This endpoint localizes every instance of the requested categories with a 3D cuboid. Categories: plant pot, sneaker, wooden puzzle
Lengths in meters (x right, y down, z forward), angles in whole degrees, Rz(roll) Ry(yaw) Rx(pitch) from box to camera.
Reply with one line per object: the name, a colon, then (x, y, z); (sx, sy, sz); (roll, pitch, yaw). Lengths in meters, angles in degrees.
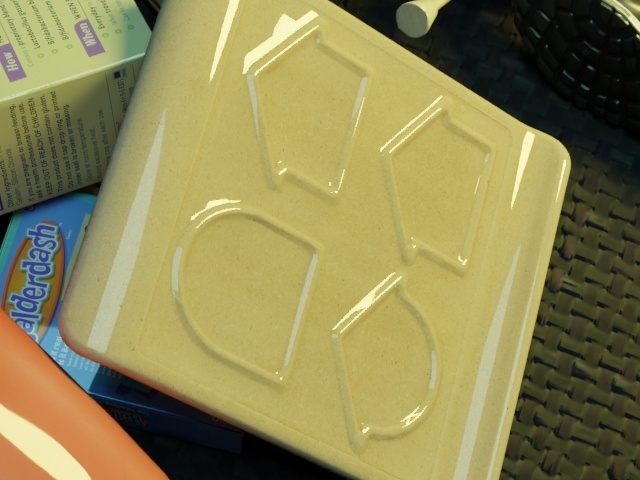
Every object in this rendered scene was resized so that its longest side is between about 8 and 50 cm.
plant pot: (-0.249, 0.166, 1.218); (0.243, 0.275, 0.275); (36, 66, 0)
sneaker: (0.289, -0.148, 1.505); (0.283, 0.107, 0.124); (34, 52, 7)
wooden puzzle: (0.000, 0.000, 1.358); (0.348, 0.080, 0.322); (27, 65, -25)

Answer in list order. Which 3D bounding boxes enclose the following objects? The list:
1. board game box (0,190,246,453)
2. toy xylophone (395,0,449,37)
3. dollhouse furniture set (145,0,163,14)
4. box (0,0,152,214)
board game box: (-0.139, 0.054, 1.386); (0.210, 0.047, 0.160); (15, 64, 2)
toy xylophone: (0.058, -0.298, 1.489); (0.236, 0.081, 0.323); (43, 42, -3)
dollhouse furniture set: (-0.056, -0.256, 1.498); (0.183, 0.129, 0.129); (-35, 72, -19)
box: (-0.259, -0.131, 1.401); (0.243, 0.117, 0.213); (-20, 52, -14)
